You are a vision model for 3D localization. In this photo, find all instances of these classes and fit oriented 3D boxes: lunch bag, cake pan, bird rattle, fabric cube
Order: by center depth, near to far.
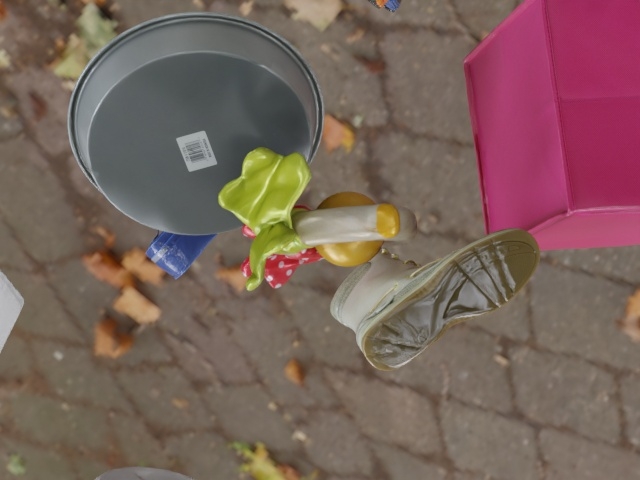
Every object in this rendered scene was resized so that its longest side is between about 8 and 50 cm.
[{"bbox_3d":[0.000,0.000,1.479,0.207,0.143,0.253,-3,166,10],"label":"bird rattle"},{"bbox_3d":[-0.137,-0.119,1.574,0.293,0.054,0.293,-5,130,-5],"label":"cake pan"},{"bbox_3d":[0.338,-0.131,1.603,0.258,0.259,0.254,-4,171,-15],"label":"fabric cube"},{"bbox_3d":[-0.183,-0.005,1.850,0.065,0.098,0.067,41,159,-7],"label":"lunch bag"}]

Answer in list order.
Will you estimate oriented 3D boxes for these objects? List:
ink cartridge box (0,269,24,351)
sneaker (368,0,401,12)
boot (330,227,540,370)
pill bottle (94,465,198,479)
[{"bbox_3d":[-0.293,0.091,0.805,0.158,0.218,0.092,10,151,21],"label":"ink cartridge box"},{"bbox_3d":[0.078,-0.317,1.599,0.083,0.221,0.087,39,102,-5],"label":"sneaker"},{"bbox_3d":[0.116,0.041,1.481,0.077,0.213,0.165,57,176,-19],"label":"boot"},{"bbox_3d":[-0.151,0.300,1.127,0.117,0.117,0.208,19,103,20],"label":"pill bottle"}]
